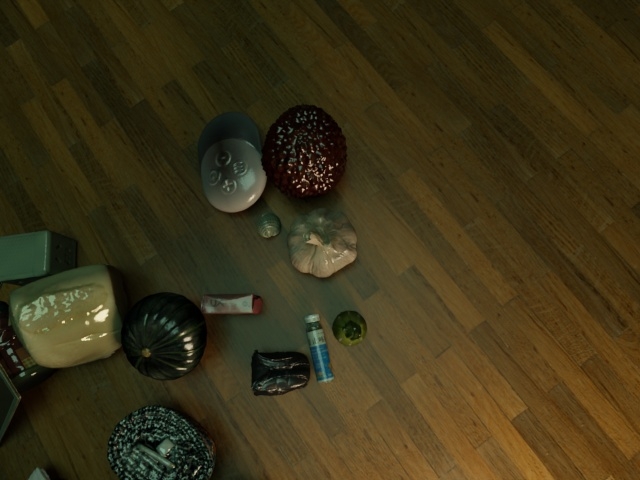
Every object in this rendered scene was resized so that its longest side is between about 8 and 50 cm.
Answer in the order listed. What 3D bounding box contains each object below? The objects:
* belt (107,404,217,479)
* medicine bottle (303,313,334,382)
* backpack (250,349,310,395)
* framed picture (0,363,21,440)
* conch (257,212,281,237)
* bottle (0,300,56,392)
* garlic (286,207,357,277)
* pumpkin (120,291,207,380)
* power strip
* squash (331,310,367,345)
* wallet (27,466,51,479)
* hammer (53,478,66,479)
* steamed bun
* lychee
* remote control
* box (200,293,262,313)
[{"bbox_3d":[-0.402,0.571,1.131,0.295,0.160,0.206,23,62,7],"label":"belt"},{"bbox_3d":[-0.006,0.309,1.218,0.051,0.051,0.191,-14,77,0],"label":"medicine bottle"},{"bbox_3d":[-0.113,0.373,1.183,0.165,0.105,0.119,5,55,-12],"label":"backpack"},{"bbox_3d":[-0.924,0.422,1.184,0.232,0.019,0.296,48,120,13],"label":"framed picture"},{"bbox_3d":[-0.159,-0.052,1.310,0.076,0.056,0.085,-8,77,-11],"label":"conch"},{"bbox_3d":[-0.895,0.299,1.234,0.271,0.143,0.156,52,124,10],"label":"bottle"},{"bbox_3d":[0.000,0.000,1.208,0.219,0.212,0.218,-1,81,8],"label":"garlic"},{"bbox_3d":[-0.419,0.257,1.175,0.250,0.216,0.249,13,115,30],"label":"pumpkin"},{"bbox_3d":[-0.887,0.062,1.284,0.225,0.140,0.139,-8,77,3],"label":"power strip"},{"bbox_3d":[0.083,0.245,1.185,0.105,0.132,0.105,0,78,2],"label":"squash"},{"bbox_3d":[-0.777,0.719,1.153,0.124,0.032,0.182,34,97,26],"label":"wallet"},{"bbox_3d":[-0.549,0.746,1.155,0.427,0.044,0.152,0,78,3],"label":"hammer"},{"bbox_3d":[-0.675,0.219,1.172,0.290,0.273,0.272,-26,92,-22],"label":"steamed bun"},{"bbox_3d":[-0.049,-0.249,1.255,0.265,0.300,0.264,6,35,-4],"label":"lychee"},{"bbox_3d":[-0.280,-0.249,1.330,0.221,0.103,0.331,-16,75,15],"label":"remote control"},{"bbox_3d":[-0.254,0.186,1.231,0.156,0.111,0.060,-3,77,5],"label":"box"}]
